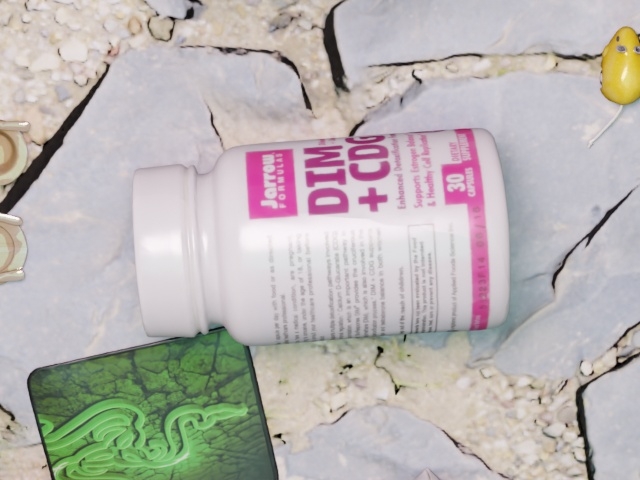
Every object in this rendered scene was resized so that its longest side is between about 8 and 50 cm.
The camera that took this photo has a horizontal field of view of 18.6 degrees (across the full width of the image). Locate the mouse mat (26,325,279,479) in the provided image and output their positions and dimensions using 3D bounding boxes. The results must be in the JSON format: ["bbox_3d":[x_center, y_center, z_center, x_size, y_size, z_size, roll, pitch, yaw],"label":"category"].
[{"bbox_3d":[-0.140,0.160,1.640,0.190,0.007,0.152,-13,103,2],"label":"mouse mat"}]

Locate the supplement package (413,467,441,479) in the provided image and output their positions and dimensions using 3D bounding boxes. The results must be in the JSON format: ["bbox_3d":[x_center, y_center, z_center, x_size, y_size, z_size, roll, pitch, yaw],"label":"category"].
[{"bbox_3d":[0.054,0.368,1.607,0.177,0.175,0.293,43,98,-9],"label":"supplement package"}]

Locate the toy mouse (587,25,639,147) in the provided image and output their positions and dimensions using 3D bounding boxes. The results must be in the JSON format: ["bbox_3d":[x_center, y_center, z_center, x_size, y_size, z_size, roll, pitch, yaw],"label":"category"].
[{"bbox_3d":[0.300,-0.142,1.574,0.143,0.031,0.161,7,102,-4],"label":"toy mouse"}]

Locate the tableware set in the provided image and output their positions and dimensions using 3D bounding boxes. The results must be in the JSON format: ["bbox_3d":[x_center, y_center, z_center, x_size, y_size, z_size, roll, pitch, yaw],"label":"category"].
[{"bbox_3d":[-0.305,-0.040,1.581,0.141,0.020,0.168,6,103,-3],"label":"tableware set"}]

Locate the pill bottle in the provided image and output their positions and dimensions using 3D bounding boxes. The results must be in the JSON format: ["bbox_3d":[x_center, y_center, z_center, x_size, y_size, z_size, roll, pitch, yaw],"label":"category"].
[{"bbox_3d":[0.000,0.000,1.529,0.283,0.160,0.160,-5,103,-1],"label":"pill bottle"}]
